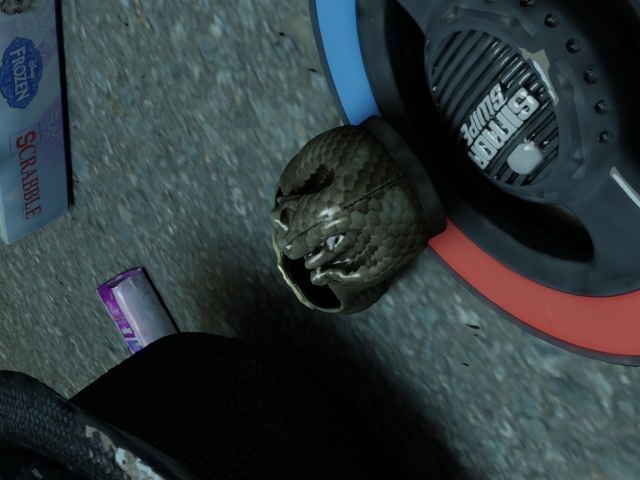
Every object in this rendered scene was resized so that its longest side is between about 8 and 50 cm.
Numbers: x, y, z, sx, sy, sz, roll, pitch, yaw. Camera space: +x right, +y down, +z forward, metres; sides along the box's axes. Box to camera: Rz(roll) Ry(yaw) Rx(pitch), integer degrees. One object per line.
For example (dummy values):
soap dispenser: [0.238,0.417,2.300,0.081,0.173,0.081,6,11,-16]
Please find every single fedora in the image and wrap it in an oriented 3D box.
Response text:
fedora: [-0.052,0.167,0.736,0.334,0.152,0.334,29,147,21]

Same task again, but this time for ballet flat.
ballet flat: [0.000,0.000,0.535,0.084,0.058,0.250,56,171,0]

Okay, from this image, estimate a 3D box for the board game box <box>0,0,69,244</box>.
board game box: [-0.307,-0.202,0.879,0.318,0.066,0.319,47,151,20]

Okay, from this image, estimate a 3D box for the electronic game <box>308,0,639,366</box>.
electronic game: [0.073,-0.054,0.421,0.229,0.048,0.229,40,148,31]

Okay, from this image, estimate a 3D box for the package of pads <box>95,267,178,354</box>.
package of pads: [-0.140,0.065,0.928,0.050,0.032,0.083,-12,109,59]
